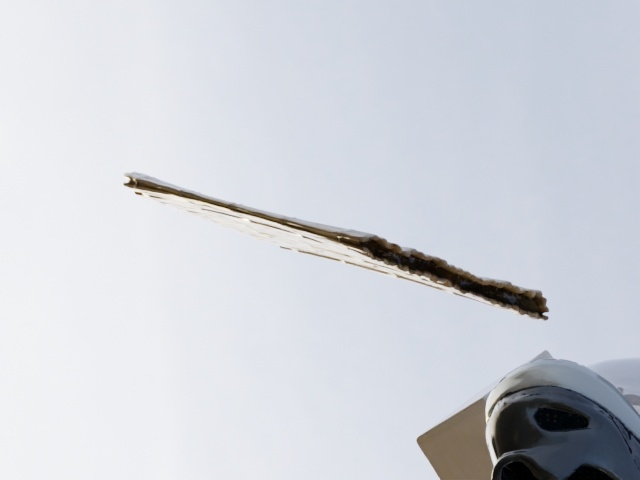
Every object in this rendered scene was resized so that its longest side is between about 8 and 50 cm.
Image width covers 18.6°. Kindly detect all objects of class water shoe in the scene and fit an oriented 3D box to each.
[{"bbox_3d":[0.149,0.135,0.865,0.203,0.080,0.073,34,-51,-17],"label":"water shoe"}]

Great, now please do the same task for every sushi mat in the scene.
[{"bbox_3d":[0.000,0.000,1.295,0.316,0.151,0.019,15,-93,56],"label":"sushi mat"}]

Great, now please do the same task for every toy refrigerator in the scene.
[{"bbox_3d":[0.189,0.197,1.978,0.094,0.269,0.102,-34,-95,20],"label":"toy refrigerator"}]

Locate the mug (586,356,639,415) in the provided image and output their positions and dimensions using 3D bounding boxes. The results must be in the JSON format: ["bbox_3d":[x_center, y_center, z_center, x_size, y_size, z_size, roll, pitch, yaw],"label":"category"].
[{"bbox_3d":[0.250,0.255,1.144,0.328,0.276,0.374,28,-55,12],"label":"mug"}]
